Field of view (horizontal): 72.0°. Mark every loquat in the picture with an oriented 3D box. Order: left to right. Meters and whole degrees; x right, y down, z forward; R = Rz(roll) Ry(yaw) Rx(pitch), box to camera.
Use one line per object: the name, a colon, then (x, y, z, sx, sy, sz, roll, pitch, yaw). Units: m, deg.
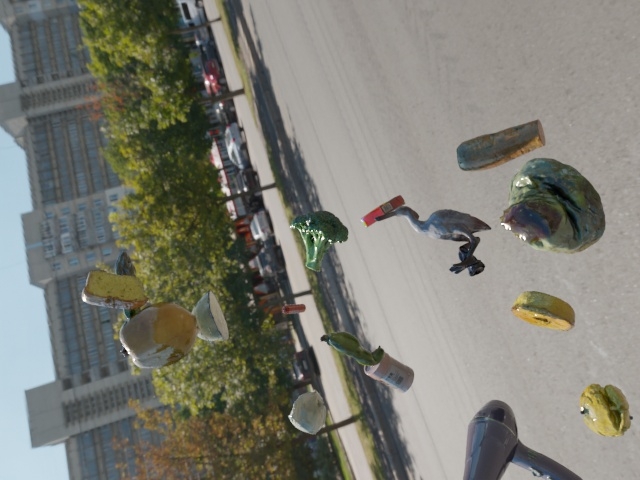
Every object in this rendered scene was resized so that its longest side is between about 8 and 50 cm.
loquat: (-0.470, 0.272, 1.277, 0.176, 0.234, 0.188, -122, 11, -61)

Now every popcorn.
popcorn: (0.892, 0.527, 1.377, 0.148, 0.151, 0.168, -133, 34, -62)

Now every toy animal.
toy animal: (0.339, -0.038, 1.241, 0.324, 0.195, 0.091, 38, 151, 27)

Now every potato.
potato: (-0.445, 0.311, 1.718, 0.182, 0.117, 0.203, -110, -1, -80)

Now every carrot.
carrot: (0.651, -0.336, 1.610, 0.138, 0.301, 0.139, 21, -116, -52)

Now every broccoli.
broccoli: (0.000, 0.000, 1.940, 0.253, 0.269, 0.270, 14, 125, 44)

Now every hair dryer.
hair dryer: (0.501, 0.555, 1.006, 0.360, 0.301, 0.121, 24, 126, 21)

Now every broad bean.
broad bean: (0.090, 0.288, 1.181, 0.048, 0.213, 0.071, -32, 42, 45)

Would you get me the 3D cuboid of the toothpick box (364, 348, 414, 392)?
toothpick box: (0.239, 0.453, 1.528, 0.148, 0.099, 0.098, 33, -177, -17)

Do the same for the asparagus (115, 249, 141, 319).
asparagus: (-0.652, 0.152, 1.488, 0.080, 0.080, 0.288, 89, 160, -59)

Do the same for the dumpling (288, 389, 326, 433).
dumpling: (-0.030, 0.543, 1.396, 0.108, 0.127, 0.188, 16, 156, 40)

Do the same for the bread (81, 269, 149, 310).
bread: (-0.629, 0.154, 1.352, 0.065, 0.187, 0.103, -51, 45, 32)

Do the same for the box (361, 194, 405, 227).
box: (0.251, -0.119, 1.756, 0.112, 0.175, 0.048, -36, 85, 41)

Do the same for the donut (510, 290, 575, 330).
donut: (0.613, 0.191, 1.206, 0.178, 0.162, 0.066, 59, -128, -68)

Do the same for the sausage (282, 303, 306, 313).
sausage: (-0.100, 0.248, 1.596, 0.129, 0.034, 0.034, 9, -120, -60)

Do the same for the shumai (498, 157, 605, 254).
shumai: (0.651, -0.056, 1.324, 0.309, 0.263, 0.304, 44, 148, 30)
